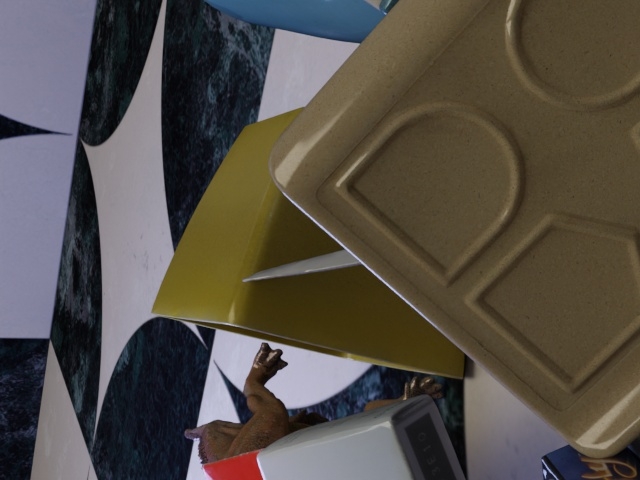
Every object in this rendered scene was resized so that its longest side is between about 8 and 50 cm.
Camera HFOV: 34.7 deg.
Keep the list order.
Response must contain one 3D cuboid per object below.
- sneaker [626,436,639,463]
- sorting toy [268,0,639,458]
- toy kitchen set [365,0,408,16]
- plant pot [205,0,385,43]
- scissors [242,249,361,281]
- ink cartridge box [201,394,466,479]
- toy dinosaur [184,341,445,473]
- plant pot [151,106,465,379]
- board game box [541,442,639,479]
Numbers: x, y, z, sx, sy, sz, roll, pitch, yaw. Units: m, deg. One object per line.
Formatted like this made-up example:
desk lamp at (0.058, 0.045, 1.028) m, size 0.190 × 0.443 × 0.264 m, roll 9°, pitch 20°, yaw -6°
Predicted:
sneaker at (0.227, 0.088, 0.532) m, size 0.217 × 0.121 × 0.079 m, roll 41°, pitch 167°, yaw 25°
sorting toy at (0.155, -0.072, 0.478) m, size 0.307 × 0.229 × 0.041 m, roll -47°, pitch 5°, yaw 13°
toy kitchen set at (0.141, -0.175, 0.510) m, size 0.207 × 0.166 × 0.122 m, roll -62°, pitch 34°, yaw 13°
plant pot at (0.048, -0.272, 0.726) m, size 0.235 × 0.293 × 0.293 m, roll 33°, pitch 117°, yaw 48°
scissors at (0.083, 0.003, 0.681) m, size 0.109 × 0.297 × 0.021 m, roll -102°, pitch -14°, yaw -45°
ink cartridge box at (0.023, 0.266, 0.709) m, size 0.239 × 0.060 × 0.275 m, roll -24°, pitch 86°, yaw 38°
toy dinosaur at (-0.015, 0.207, 0.860) m, size 0.200 × 0.295 × 0.127 m, roll -59°, pitch -27°, yaw -42°
plant pot at (0.000, 0.000, 0.886) m, size 0.212 × 0.212 × 0.187 m, roll -4°, pitch 73°, yaw 64°
board game box at (0.180, 0.240, 0.529) m, size 0.165 × 0.042 × 0.243 m, roll -127°, pitch 20°, yaw -54°
